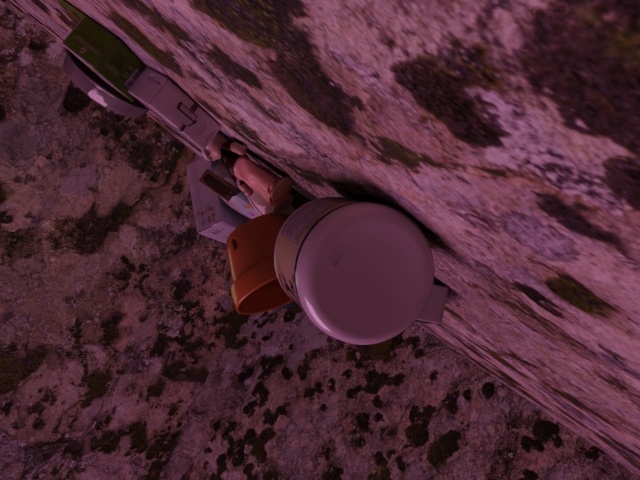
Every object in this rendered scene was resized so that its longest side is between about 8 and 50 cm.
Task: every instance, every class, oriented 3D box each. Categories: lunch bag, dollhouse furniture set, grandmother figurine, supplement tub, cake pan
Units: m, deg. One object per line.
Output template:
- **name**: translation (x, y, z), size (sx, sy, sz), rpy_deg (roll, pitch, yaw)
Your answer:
- **lunch bag**: translation (-0.268, -0.173, 2.006), size (0.223, 0.160, 0.262), rpy_deg (42, 180, -43)
- **dollhouse furniture set**: translation (-0.311, -0.229, 1.732), size (0.144, 0.151, 0.123), rpy_deg (35, 176, -2)
- **grandmother figurine**: translation (-0.220, -0.209, 1.572), size (0.342, 0.104, 0.207), rpy_deg (40, 143, 25)
- **supplement tub**: translation (0.042, 0.039, 1.022), size (0.235, 0.235, 0.325), rpy_deg (38, 176, -15)
- **cake pan**: translation (-0.613, -0.462, 1.603), size (0.293, 0.054, 0.293), rpy_deg (37, -160, -16)

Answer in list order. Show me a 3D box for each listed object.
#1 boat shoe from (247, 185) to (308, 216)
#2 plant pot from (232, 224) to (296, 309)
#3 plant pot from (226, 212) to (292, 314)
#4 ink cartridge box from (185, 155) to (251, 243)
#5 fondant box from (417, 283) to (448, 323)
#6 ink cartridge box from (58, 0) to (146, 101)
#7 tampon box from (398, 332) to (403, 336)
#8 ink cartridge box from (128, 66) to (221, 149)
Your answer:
- **boat shoe**: translation (-0.095, -0.094, 1.694), size (0.324, 0.116, 0.096), rpy_deg (41, -149, -4)
- **plant pot**: translation (-0.149, 0.085, 1.864), size (0.272, 0.272, 0.254), rpy_deg (32, 130, 58)
- **plant pot**: translation (-0.141, 0.057, 1.569), size (0.203, 0.291, 0.291), rpy_deg (63, -175, 19)
- **ink cartridge box**: translation (-0.386, -0.154, 2.217), size (0.272, 0.130, 0.309), rpy_deg (27, -136, -58)
- **fondant box**: translation (0.194, 0.155, 1.460), size (0.239, 0.096, 0.330), rpy_deg (11, 174, 7)
- **ink cartridge box**: translation (-0.587, -0.496, 1.421), size (0.255, 0.097, 0.189), rpy_deg (36, 177, 13)
- **tampon box**: translation (0.282, 0.253, 2.050), size (0.101, 0.161, 0.120), rpy_deg (39, 176, -31)
- **ink cartridge box**: translation (-0.384, -0.346, 1.447), size (0.148, 0.085, 0.203), rpy_deg (34, 176, 44)
